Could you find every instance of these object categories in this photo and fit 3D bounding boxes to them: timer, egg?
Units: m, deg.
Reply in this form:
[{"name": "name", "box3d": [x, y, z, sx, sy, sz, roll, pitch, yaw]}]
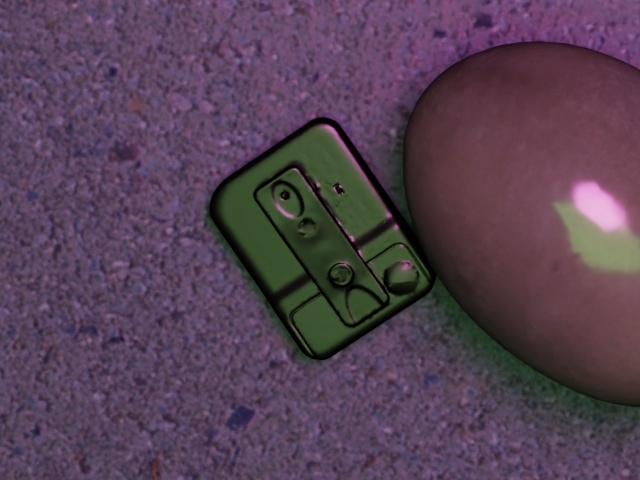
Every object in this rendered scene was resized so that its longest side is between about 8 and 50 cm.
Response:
[{"name": "timer", "box3d": [0.000, 0.000, 1.751, 0.144, 0.055, 0.187, -34, 96, 10]}, {"name": "egg", "box3d": [0.224, -0.014, 1.628, 0.258, 0.258, 0.352, -43, 91, 11]}]
